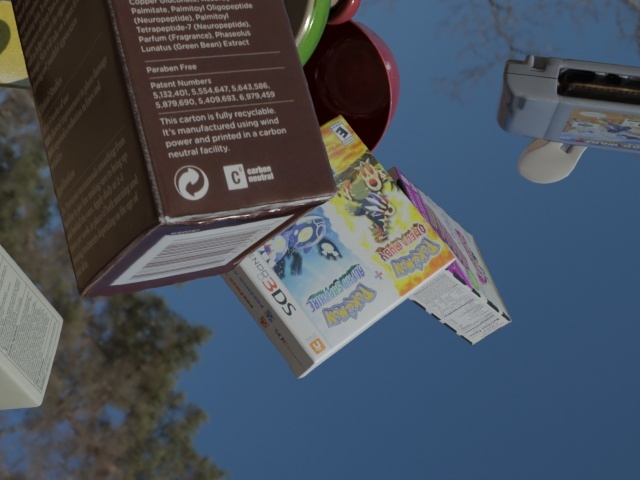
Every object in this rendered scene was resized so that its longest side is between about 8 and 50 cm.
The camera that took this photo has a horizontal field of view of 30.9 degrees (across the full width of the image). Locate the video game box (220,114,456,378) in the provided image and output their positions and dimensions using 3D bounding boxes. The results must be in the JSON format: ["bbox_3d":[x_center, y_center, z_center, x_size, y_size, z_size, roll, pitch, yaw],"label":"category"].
[{"bbox_3d":[0.000,0.000,1.093,0.205,0.187,0.048,-34,174,-35],"label":"video game box"}]

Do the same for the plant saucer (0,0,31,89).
[{"bbox_3d":[-0.420,-0.211,1.209,0.332,0.081,0.332,10,-175,32],"label":"plant saucer"}]

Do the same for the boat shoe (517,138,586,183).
[{"bbox_3d":[0.315,-0.139,1.504,0.063,0.066,0.184,-63,178,-31],"label":"boat shoe"}]

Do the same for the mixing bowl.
[{"bbox_3d":[0.022,-0.178,1.314,0.181,0.182,0.098,-12,-170,35],"label":"mixing bowl"}]

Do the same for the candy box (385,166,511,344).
[{"bbox_3d":[0.152,0.024,1.537,0.071,0.233,0.159,-33,-127,17],"label":"candy box"}]

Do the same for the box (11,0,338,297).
[{"bbox_3d":[-0.132,-0.169,0.846,0.143,0.382,0.191,-11,169,-30],"label":"box"}]

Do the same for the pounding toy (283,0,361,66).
[{"bbox_3d":[-0.041,-0.167,0.973,0.183,0.110,0.237,8,-90,42],"label":"pounding toy"}]

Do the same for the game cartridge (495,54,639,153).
[{"bbox_3d":[0.346,-0.143,1.292,0.297,0.198,0.062,8,-101,7],"label":"game cartridge"}]

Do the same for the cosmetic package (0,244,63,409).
[{"bbox_3d":[-0.493,0.096,1.629,0.113,0.309,0.160,-8,-130,17],"label":"cosmetic package"}]
